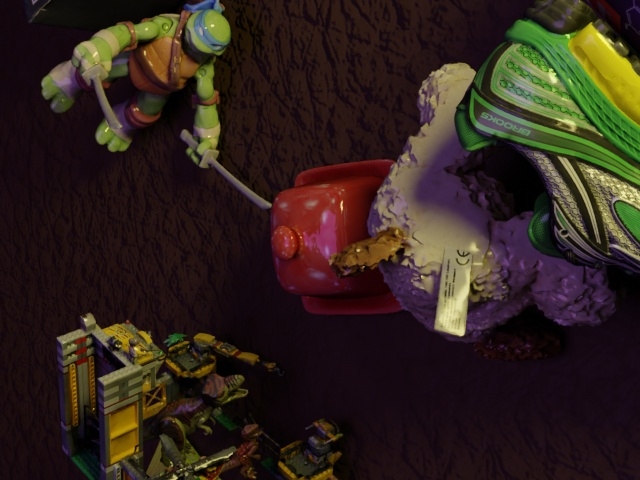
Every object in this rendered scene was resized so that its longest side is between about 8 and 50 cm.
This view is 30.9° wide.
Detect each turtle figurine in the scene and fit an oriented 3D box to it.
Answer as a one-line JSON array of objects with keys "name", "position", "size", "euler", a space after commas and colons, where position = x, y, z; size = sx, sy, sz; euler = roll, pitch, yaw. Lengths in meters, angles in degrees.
[{"name": "turtle figurine", "position": [-0.216, -0.155, 1.349], "size": [0.266, 0.198, 0.274], "euler": [-13, 80, 49]}]

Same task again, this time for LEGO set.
[{"name": "LEGO set", "position": [-0.135, 0.181, 1.247], "size": [0.331, 0.255, 0.192], "euler": [43, 138, 44]}]

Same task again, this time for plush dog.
[{"name": "plush dog", "position": [0.115, 0.014, 1.021], "size": [0.262, 0.211, 0.225], "euler": [58, 174, 22]}]

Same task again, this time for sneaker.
[{"name": "sneaker", "position": [0.242, -0.019, 0.856], "size": [0.343, 0.134, 0.146], "euler": [45, 107, -2]}]

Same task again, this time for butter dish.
[{"name": "butter dish", "position": [0.000, 0.000, 1.191], "size": [0.160, 0.118, 0.159], "euler": [-4, 89, 46]}]

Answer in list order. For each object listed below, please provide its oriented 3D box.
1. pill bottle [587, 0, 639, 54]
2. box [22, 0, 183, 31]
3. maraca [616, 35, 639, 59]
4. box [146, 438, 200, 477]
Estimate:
[{"name": "pill bottle", "position": [0.306, -0.182, 0.820], "size": [0.323, 0.181, 0.181], "euler": [55, 128, 28]}, {"name": "box", "position": [-0.228, -0.441, 1.349], "size": [0.294, 0.183, 0.296], "euler": [-29, 70, 42]}, {"name": "maraca", "position": [0.242, -0.080, 0.957], "size": [0.127, 0.099, 0.185], "euler": [31, 137, 46]}, {"name": "box", "position": [-0.154, 0.338, 1.424], "size": [0.178, 0.042, 0.109], "euler": [45, 124, 34]}]
